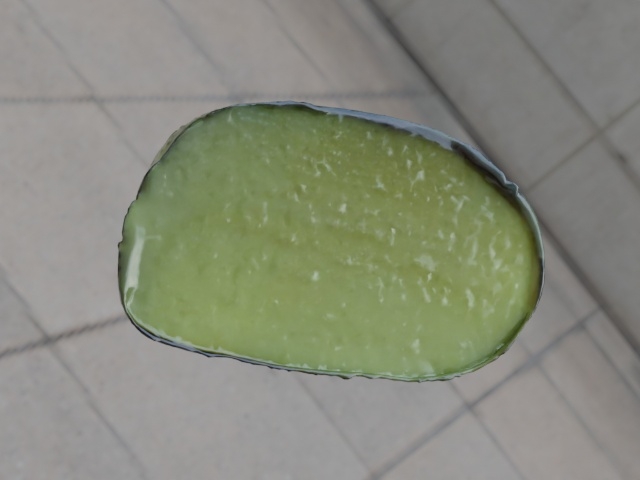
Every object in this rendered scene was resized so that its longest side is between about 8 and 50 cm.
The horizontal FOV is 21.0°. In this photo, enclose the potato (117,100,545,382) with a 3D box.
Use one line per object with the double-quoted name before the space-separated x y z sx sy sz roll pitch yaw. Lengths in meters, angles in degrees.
"potato" 0.000 0.000 1.074 0.271 0.160 0.111 7 1 -18
